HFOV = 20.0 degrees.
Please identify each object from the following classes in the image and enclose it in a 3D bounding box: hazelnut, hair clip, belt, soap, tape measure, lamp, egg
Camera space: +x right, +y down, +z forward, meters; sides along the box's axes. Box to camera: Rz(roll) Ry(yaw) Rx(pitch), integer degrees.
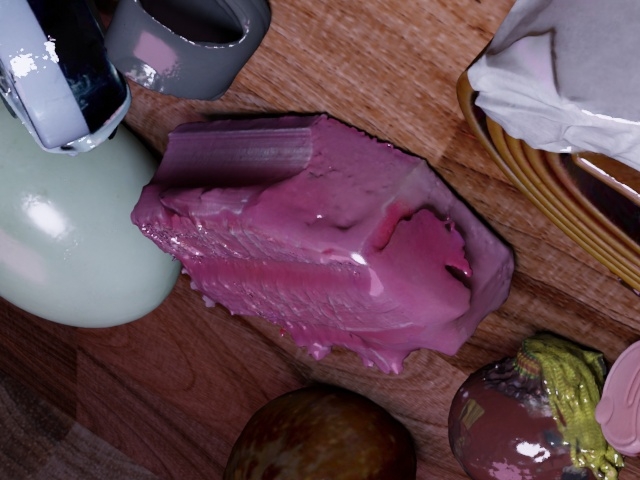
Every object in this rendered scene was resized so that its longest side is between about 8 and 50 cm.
[{"bbox_3d":[-0.013,0.269,2.094,0.218,0.218,0.234,38,131,-10],"label":"hazelnut"},{"bbox_3d":[0.266,0.129,1.406,0.138,0.123,0.102,17,176,35],"label":"hair clip"},{"bbox_3d":[0.237,-0.031,1.015,0.338,0.122,0.217,36,164,-4],"label":"belt"},{"bbox_3d":[0.000,0.000,1.506,0.220,0.127,0.325,44,159,-29],"label":"soap"},{"bbox_3d":[-0.226,-0.162,1.449,0.182,0.107,0.181,59,174,29],"label":"tape measure"},{"bbox_3d":[0.188,0.150,1.561,0.157,0.156,0.135,0,112,6],"label":"lamp"},{"bbox_3d":[-0.256,-0.035,1.745,0.282,0.203,0.203,41,161,-10],"label":"egg"}]

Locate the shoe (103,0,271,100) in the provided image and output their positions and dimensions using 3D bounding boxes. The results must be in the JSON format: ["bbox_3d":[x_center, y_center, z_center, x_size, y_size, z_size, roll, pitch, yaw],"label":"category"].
[{"bbox_3d":[-0.110,-0.146,1.383,0.108,0.093,0.241,36,164,2],"label":"shoe"}]
